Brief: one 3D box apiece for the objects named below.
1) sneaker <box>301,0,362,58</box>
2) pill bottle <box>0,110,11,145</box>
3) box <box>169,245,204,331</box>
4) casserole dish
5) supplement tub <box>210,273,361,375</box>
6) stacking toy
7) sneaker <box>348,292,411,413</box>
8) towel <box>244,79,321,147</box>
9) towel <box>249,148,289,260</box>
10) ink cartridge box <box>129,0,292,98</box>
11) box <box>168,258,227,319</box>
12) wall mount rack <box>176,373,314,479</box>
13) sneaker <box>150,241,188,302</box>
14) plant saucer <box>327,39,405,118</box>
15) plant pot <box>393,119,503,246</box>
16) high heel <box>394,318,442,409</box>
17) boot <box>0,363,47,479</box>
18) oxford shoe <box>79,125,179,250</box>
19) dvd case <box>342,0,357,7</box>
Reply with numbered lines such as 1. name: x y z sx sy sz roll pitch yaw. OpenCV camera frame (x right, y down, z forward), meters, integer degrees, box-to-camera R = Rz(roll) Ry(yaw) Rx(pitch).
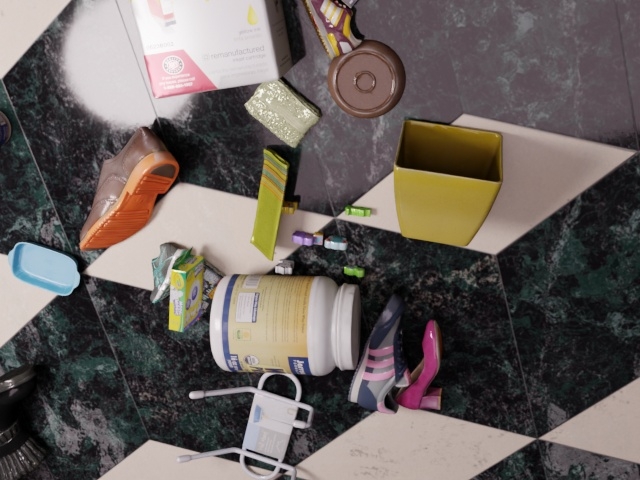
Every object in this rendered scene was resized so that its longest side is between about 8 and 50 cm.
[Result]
1. sneaker: 0.019 -0.472 1.648 0.084 0.069 0.185 -25 105 -1
2. pill bottle: -0.784 -0.238 1.817 0.094 0.169 0.094 4 112 9
3. box: -0.312 0.111 1.879 0.043 0.105 0.179 10 112 14
4. casserole dish: -0.680 0.065 1.993 0.188 0.037 0.114 19 114 3
5. supplement tub: -0.073 0.192 1.834 0.316 0.228 0.228 1 112 10
6. stacking toy: 0.000 0.000 1.841 0.221 0.052 0.167 5 112 7
7. sneaker: 0.167 0.271 1.884 0.131 0.112 0.319 23 122 13
8. towel: -0.083 -0.282 1.756 0.148 0.027 0.110 40 113 -7
9. towel: -0.116 -0.080 1.808 0.021 0.102 0.237 -3 117 -30
10. ink cartridge box: -0.234 -0.506 1.619 0.279 0.160 0.385 -6 110 12
11. box: -0.294 0.118 1.952 0.094 0.027 0.137 37 113 -7
12. wall mount rack: -0.186 0.482 2.024 0.304 0.130 0.350 16 113 3
13. sneaker: -0.380 0.074 1.941 0.076 0.065 0.166 35 111 13
14. plant saucer: 0.096 -0.339 1.702 0.168 0.029 0.168 3 111 9
15. plant pot: 0.257 -0.110 1.681 0.212 0.212 0.187 9 126 6
16. high heel: 0.230 0.296 1.913 0.117 0.082 0.244 3 118 15
17. boot: -0.813 0.492 2.132 0.348 0.131 0.260 -30 97 30
18. oxford shoe: -0.460 -0.111 1.861 0.363 0.130 0.133 -44 66 29
19. dvd case: 0.032 -0.601 1.598 0.221 0.018 0.164 41 102 -7
